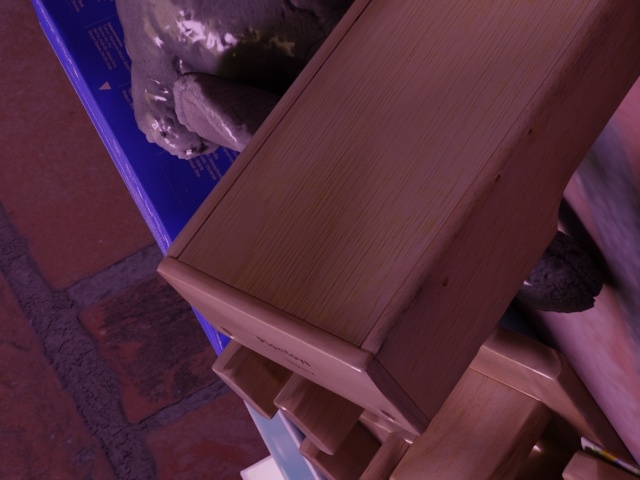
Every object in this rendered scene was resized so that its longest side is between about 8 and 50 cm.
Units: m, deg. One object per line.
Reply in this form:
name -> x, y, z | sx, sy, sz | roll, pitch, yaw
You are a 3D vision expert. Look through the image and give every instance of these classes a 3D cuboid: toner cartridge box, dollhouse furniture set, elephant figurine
toner cartridge box -> -0.056, -0.096, 0.899 | 0.075, 0.165, 0.347 | 78, 165, -48
dollhouse furniture set -> 0.078, 0.025, 0.557 | 0.212, 0.161, 0.242 | 23, 161, 41
elephant figurine -> 0.014, -0.082, 0.691 | 0.239, 0.186, 0.169 | 40, 126, 43

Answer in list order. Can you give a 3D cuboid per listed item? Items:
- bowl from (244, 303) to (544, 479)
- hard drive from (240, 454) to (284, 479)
bowl -> 0.071, 0.140, 0.917 | 0.311, 0.163, 0.311 | 61, 172, 14
hard drive -> 0.093, 0.278, 1.156 | 0.040, 0.210, 0.318 | -16, -104, -60
